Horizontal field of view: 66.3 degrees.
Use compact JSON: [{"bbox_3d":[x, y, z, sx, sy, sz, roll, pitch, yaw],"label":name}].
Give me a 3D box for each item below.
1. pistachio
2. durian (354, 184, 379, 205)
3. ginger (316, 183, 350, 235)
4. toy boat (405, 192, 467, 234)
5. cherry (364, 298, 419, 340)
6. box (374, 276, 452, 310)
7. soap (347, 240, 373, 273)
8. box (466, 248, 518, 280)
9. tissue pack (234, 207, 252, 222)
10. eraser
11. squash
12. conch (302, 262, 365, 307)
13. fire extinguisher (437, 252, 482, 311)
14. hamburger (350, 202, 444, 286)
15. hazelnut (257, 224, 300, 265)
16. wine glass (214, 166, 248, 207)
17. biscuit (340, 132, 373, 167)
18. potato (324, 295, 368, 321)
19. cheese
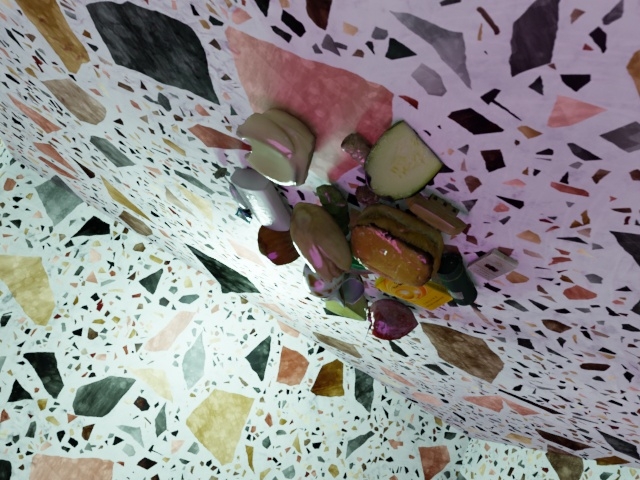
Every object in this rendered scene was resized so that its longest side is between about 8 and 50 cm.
[{"bbox_3d":[0.000,0.000,1.633,0.293,0.162,0.181,55,-168,-12],"label":"pistachio"},{"bbox_3d":[0.145,-0.145,1.504,0.080,0.080,0.091,41,-175,-26],"label":"durian"},{"bbox_3d":[0.039,-0.097,1.712,0.137,0.089,0.290,46,166,16],"label":"ginger"},{"bbox_3d":[0.328,-0.088,1.404,0.200,0.077,0.057,32,144,1],"label":"toy boat"},{"bbox_3d":[0.323,0.360,2.206,0.249,0.192,0.175,2,-176,30],"label":"cherry"},{"bbox_3d":[0.361,0.187,1.885,0.269,0.044,0.152,22,145,-13],"label":"box"},{"bbox_3d":[0.102,0.060,1.856,0.273,0.098,0.217,15,161,-27],"label":"soap"},{"bbox_3d":[0.547,0.081,1.564,0.089,0.024,0.167,30,158,-1],"label":"box"},{"bbox_3d":[-0.341,-0.111,2.198,0.085,0.028,0.138,36,161,-7],"label":"tissue pack"},{"bbox_3d":[-0.221,-0.153,1.887,0.173,0.095,0.270,20,155,29],"label":"eraser"},{"bbox_3d":[0.195,-0.202,1.287,0.192,0.184,0.085,42,-167,-22],"label":"squash"},{"bbox_3d":[0.046,0.139,2.053,0.249,0.197,0.368,-10,150,7],"label":"conch"},{"bbox_3d":[0.488,0.158,1.713,0.118,0.093,0.294,28,164,48],"label":"fire extinguisher"},{"bbox_3d":[0.247,0.014,1.578,0.304,0.174,0.284,26,160,7],"label":"hamburger"},{"bbox_3d":[-0.162,0.013,2.047,0.210,0.186,0.210,37,153,22],"label":"hazelnut"},{"bbox_3d":[-0.348,-0.206,1.963,0.066,0.066,0.198,12,153,35],"label":"wine glass"},{"bbox_3d":[0.147,-0.212,1.376,0.219,0.061,0.055,40,155,-22],"label":"biscuit"},{"bbox_3d":[0.096,0.287,2.409,0.269,0.112,0.255,37,160,-11],"label":"potato"},{"bbox_3d":[-0.129,-0.278,1.478,0.233,0.127,0.266,28,156,3],"label":"cheese"}]
